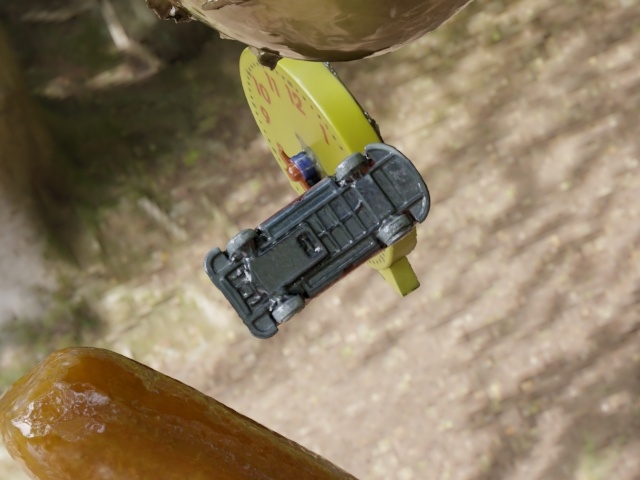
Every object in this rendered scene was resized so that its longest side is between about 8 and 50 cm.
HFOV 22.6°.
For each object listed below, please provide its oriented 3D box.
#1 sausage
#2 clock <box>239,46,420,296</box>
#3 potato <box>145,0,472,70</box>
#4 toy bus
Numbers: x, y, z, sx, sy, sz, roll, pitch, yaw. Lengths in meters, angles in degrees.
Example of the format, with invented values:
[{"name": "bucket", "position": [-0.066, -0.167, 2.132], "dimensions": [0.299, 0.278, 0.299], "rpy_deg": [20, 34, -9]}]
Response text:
[{"name": "sausage", "position": [-0.051, 0.130, 0.806], "dimensions": [0.098, 0.238, 0.098], "rpy_deg": [-54, 12, 18]}, {"name": "clock", "position": [-0.003, -0.083, 1.696], "dimensions": [0.071, 0.293, 0.277], "rpy_deg": [-33, 44, -15]}, {"name": "potato", "position": [0.036, -0.277, 0.943], "dimensions": [0.385, 0.319, 0.442], "rpy_deg": [4, 29, 24]}, {"name": "toy bus", "position": [0.000, 0.000, 1.218], "dimensions": [0.174, 0.079, 0.077], "rpy_deg": [-36, -6, -8]}]
